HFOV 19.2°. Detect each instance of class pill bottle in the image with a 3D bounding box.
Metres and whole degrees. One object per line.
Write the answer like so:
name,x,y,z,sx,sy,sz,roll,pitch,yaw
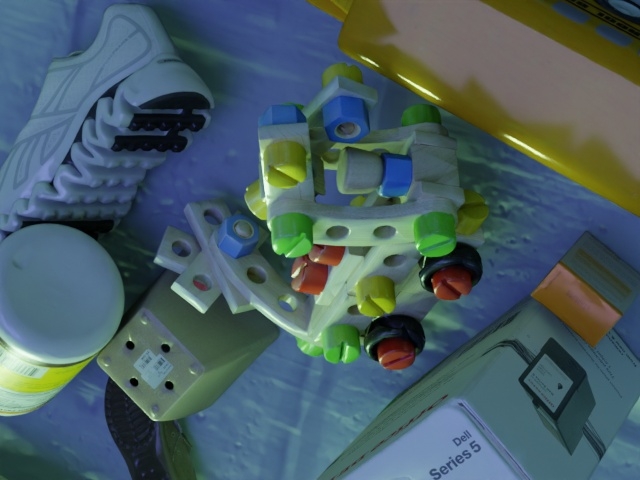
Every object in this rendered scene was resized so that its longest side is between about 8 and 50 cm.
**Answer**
pill bottle,-0.247,0.074,1.566,0.117,0.117,0.215,51,148,1

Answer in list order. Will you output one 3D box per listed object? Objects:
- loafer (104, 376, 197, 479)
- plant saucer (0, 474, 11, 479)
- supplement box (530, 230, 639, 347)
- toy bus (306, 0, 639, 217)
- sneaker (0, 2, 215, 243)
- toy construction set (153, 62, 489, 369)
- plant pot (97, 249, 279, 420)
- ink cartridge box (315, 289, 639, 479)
loafer,-0.144,0.172,1.629,0.056,0.050,0.148,-16,85,23
plant saucer,-0.322,0.370,1.735,0.400,0.100,0.400,6,106,22
supplement box,0.201,0.036,1.406,0.062,0.098,0.036,41,114,7
toy bus,0.131,-0.144,1.358,0.332,0.130,0.108,30,116,11
sneaker,-0.201,-0.079,1.550,0.292,0.110,0.118,-41,63,35
toy construction set,0.000,0.000,1.414,0.327,0.215,0.151,140,136,-59
plant pot,-0.120,0.086,1.561,0.109,0.096,0.109,46,118,4
ink cartridge box,0.107,0.158,1.388,0.198,0.273,0.115,-40,89,29
